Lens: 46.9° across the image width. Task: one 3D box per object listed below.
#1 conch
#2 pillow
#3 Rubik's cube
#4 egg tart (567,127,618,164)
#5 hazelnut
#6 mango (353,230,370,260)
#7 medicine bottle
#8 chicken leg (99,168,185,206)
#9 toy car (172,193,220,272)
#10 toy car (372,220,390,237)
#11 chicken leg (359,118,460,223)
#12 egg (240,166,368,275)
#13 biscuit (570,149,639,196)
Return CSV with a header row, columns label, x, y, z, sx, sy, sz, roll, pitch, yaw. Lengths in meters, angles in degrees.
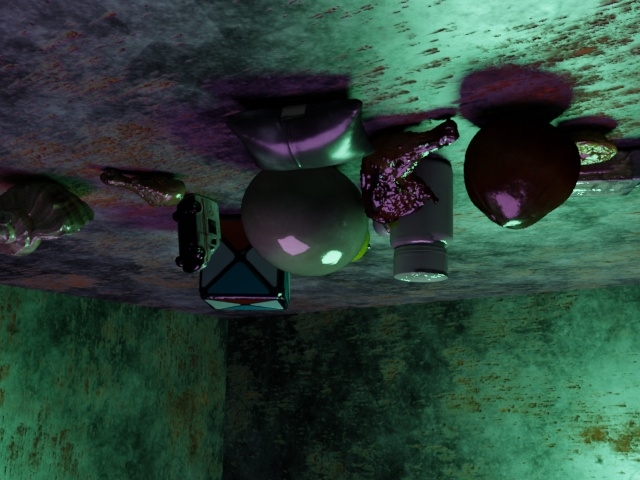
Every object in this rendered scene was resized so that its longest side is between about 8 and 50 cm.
label,x,y,z,sx,sy,sz,roll,pitch,yaw
conch,-0.689,-0.074,1.800,0.210,0.159,0.291,-16,-161,27
pillow,-0.029,-0.190,1.358,0.249,0.106,0.186,-5,159,14
Rubik's cube,-0.216,0.070,2.187,0.249,0.247,0.248,0,167,3
egg tart,0.527,-0.187,1.472,0.130,0.052,0.130,2,167,0
hazelnut,0.381,-0.124,1.407,0.217,0.217,0.251,-4,163,20
mango,0.000,-0.026,2.023,0.293,0.143,0.175,15,170,-14
medicine bottle,0.227,-0.042,1.653,0.143,0.258,0.143,1,167,0
chicken leg,-0.421,-0.127,1.743,0.197,0.069,0.085,13,162,-20
toy car,-0.315,-0.011,1.921,0.089,0.210,0.108,-24,153,34
toy car,0.186,-0.054,1.878,0.112,0.112,0.139,-34,174,1
chicken leg,0.166,-0.137,1.502,0.177,0.083,0.323,16,140,5
egg,-0.030,-0.050,1.640,0.258,0.259,0.352,-8,166,32
biscuit,0.567,-0.141,1.615,0.309,0.079,0.186,-3,169,10
